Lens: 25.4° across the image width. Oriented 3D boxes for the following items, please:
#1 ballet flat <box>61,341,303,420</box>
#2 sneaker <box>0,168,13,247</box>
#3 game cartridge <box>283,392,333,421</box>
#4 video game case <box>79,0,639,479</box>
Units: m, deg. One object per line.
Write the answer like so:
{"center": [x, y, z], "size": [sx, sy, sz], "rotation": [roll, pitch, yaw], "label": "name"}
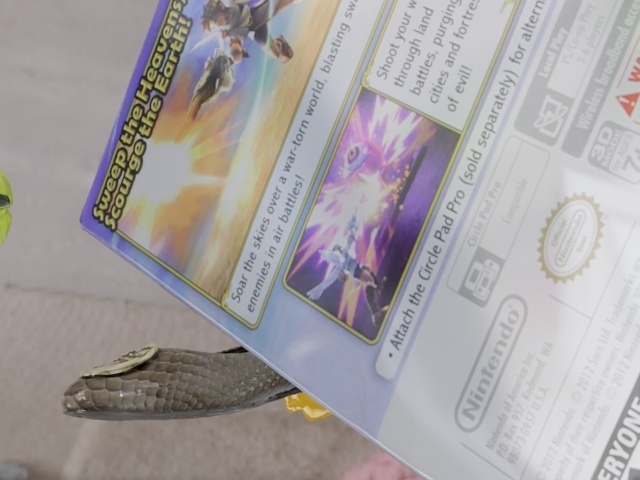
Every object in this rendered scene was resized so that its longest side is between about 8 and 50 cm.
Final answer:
{"center": [-0.030, 0.064, 0.824], "size": [0.250, 0.058, 0.084], "rotation": [-7, -176, -26], "label": "ballet flat"}
{"center": [-0.338, -0.016, 0.856], "size": [0.295, 0.123, 0.109], "rotation": [-1, 111, -38], "label": "sneaker"}
{"center": [0.000, 0.000, 1.347], "size": [0.052, 0.324, 0.285], "rotation": [-19, 174, -38], "label": "game cartridge"}
{"center": [0.066, -0.075, 0.363], "size": [0.061, 0.244, 0.269], "rotation": [10, 106, -47], "label": "video game case"}
